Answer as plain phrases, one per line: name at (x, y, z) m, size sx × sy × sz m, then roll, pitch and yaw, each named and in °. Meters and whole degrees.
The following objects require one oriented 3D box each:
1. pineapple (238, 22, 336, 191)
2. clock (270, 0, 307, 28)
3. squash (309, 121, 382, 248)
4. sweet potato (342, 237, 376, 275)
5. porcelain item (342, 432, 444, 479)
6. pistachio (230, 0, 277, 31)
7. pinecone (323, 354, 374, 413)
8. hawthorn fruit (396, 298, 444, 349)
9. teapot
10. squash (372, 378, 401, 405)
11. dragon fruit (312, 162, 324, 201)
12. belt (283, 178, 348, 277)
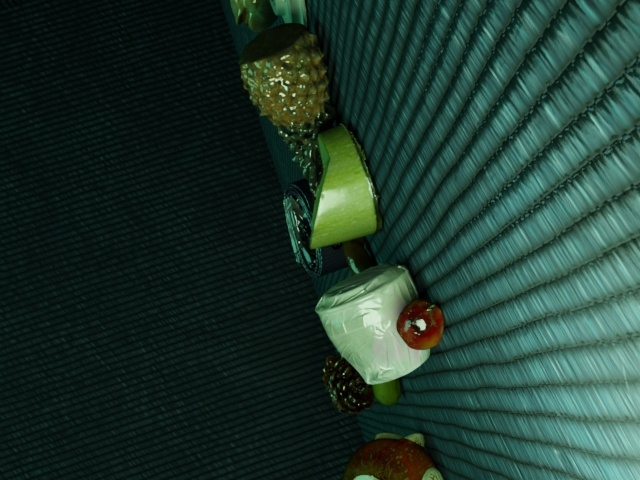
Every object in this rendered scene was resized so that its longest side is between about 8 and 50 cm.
pineapple at (-0.033, -0.238, 1.532) m, size 0.169 × 0.169 × 0.340 m, roll -113°, pitch 0°, yaw -49°
clock at (-0.082, -0.512, 1.572) m, size 0.236 × 0.053 × 0.236 m, roll 161°, pitch 90°, yaw -85°
squash at (0.024, -0.101, 1.466) m, size 0.220 × 0.133 × 0.220 m, roll 168°, pitch 90°, yaw -87°
sweet potato at (0.079, 0.033, 1.677) m, size 0.058 × 0.055 × 0.202 m, roll 79°, pitch 171°, yaw -56°
porcelain item at (0.174, 0.530, 1.714) m, size 0.253 × 0.253 × 0.253 m, roll 162°, pitch 90°, yaw -85°
pistachio at (-0.140, -0.543, 1.804) m, size 0.200 × 0.117 × 0.145 m, roll 33°, pitch -103°, yaw -87°
pinecone at (0.089, 0.402, 2.278) m, size 0.195 × 0.150 × 0.179 m, roll -139°, pitch 32°, yaw -80°
hawthorn fruit at (0.146, 0.121, 1.173) m, size 0.077 × 0.077 × 0.077 m, roll 162°, pitch 90°, yaw -85°
teapot at (0.091, 0.140, 1.329) m, size 0.221 × 0.163 × 0.178 m, roll -152°, pitch 38°, yaw -82°
squash at (0.142, 0.294, 1.821) m, size 0.066 × 0.066 × 0.201 m, roll -115°, pitch 9°, yaw -56°
dragon fruit at (0.015, -0.124, 1.716) m, size 0.162 × 0.083 × 0.106 m, roll 75°, pitch 177°, yaw -49°
belt at (0.004, -0.038, 1.884) m, size 0.140 × 0.126 × 0.230 m, roll -6°, pitch 102°, yaw 61°
